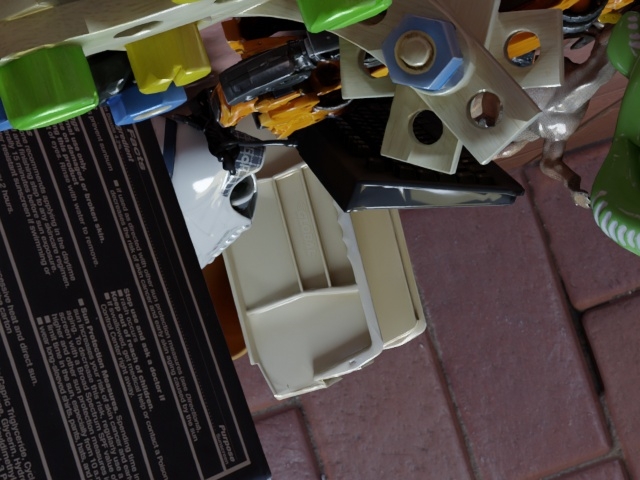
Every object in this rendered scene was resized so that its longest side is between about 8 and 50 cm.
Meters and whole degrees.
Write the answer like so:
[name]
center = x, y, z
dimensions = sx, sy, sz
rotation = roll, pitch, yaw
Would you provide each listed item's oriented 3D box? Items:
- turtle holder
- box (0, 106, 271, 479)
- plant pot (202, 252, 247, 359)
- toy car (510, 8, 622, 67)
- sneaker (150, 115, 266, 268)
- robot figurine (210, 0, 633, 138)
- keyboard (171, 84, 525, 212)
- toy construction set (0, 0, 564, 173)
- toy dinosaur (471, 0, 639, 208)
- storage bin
[turtle holder]
center = 0.375, -0.101, 1.251
dimensions = 0.227, 0.243, 0.320
rotation = 23, -158, 35
[box]
center = -0.212, 0.061, 0.829
dimensions = 0.182, 0.296, 0.294
rotation = -21, 176, 29
[plant pot]
center = -0.122, 0.036, 1.947
dimensions = 0.205, 0.205, 0.188
rotation = -21, -169, 36
[toy car]
center = 0.216, -0.181, 1.307
dimensions = 0.122, 0.060, 0.040
rotation = -12, -152, 1
[sneaker]
center = -0.100, -0.019, 1.166
dimensions = 0.094, 0.090, 0.235
rotation = 2, 156, -7
[robot figurine]
center = 0.066, -0.141, 0.865
dimensions = 0.291, 0.085, 0.211
rotation = -19, 176, 3
[keyboard]
center = 0.004, -0.078, 1.002
dimensions = 0.201, 0.033, 0.317
rotation = -3, -162, -12
[toy construction set]
center = -0.029, -0.107, 0.526
dimensions = 0.215, 0.151, 0.327
rotation = -20, 165, 20
[toy dinosaur]
center = 0.220, -0.148, 1.414
dimensions = 0.295, 0.127, 0.200
rotation = 3, -129, 52
[storage bin]
center = 0.000, 0.000, 1.341
dimensions = 0.123, 0.260, 0.262
rotation = -15, 178, 12
